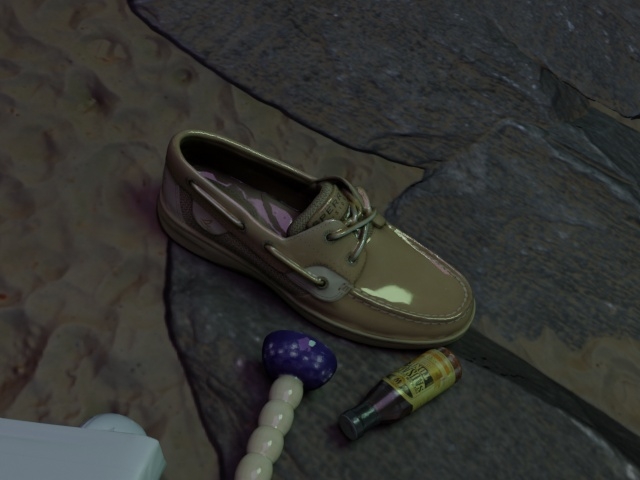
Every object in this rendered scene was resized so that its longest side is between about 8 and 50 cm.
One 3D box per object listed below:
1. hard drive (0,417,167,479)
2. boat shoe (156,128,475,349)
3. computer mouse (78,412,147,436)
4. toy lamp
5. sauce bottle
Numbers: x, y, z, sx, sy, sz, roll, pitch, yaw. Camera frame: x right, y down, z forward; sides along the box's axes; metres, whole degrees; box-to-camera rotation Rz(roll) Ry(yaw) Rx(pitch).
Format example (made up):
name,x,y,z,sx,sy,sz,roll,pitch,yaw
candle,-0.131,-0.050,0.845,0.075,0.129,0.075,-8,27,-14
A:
name,x,y,z,sx,sy,sz,roll,pitch,yaw
hard drive,-0.242,0.236,0.423,0.203,0.040,0.307,3,37,13
boat shoe,0.000,0.000,0.709,0.341,0.110,0.121,22,51,0
computer mouse,-0.195,0.205,0.541,0.106,0.042,0.193,24,51,3
toy lamp,-0.057,0.198,0.566,0.080,0.080,0.274,22,52,0
sauce bottle,0.074,0.141,0.671,0.128,0.042,0.042,-26,65,-32
